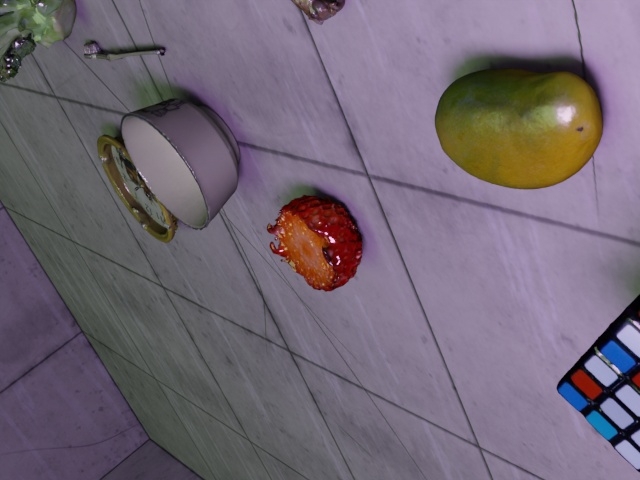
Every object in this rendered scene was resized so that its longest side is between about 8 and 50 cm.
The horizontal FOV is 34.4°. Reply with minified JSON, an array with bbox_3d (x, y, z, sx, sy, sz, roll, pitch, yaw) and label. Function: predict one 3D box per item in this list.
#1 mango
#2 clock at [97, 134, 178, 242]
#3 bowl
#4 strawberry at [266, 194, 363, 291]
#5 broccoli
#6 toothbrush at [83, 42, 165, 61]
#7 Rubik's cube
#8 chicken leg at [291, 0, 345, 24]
[{"bbox_3d":[0.184,-0.101,0.965,0.191,0.085,0.122,16,136,54],"label":"mango"},{"bbox_3d":[-0.330,-0.105,1.921,0.237,0.057,0.237,42,155,25],"label":"clock"},{"bbox_3d":[-0.199,-0.132,1.576,0.211,0.112,0.211,40,155,23],"label":"bowl"},{"bbox_3d":[0.000,0.000,1.439,0.145,0.086,0.145,38,153,23],"label":"strawberry"},{"bbox_3d":[-0.539,-0.386,1.724,0.270,0.270,0.270,6,141,13],"label":"broccoli"},{"bbox_3d":[-0.319,-0.300,1.659,0.294,0.026,0.028,18,125,52],"label":"toothbrush"},{"bbox_3d":[0.339,0.102,0.856,0.184,0.182,0.187,43,156,17],"label":"Rubik's cube"},{"bbox_3d":[-0.063,-0.313,1.121,0.125,0.080,0.196,-9,118,49],"label":"chicken leg"}]
